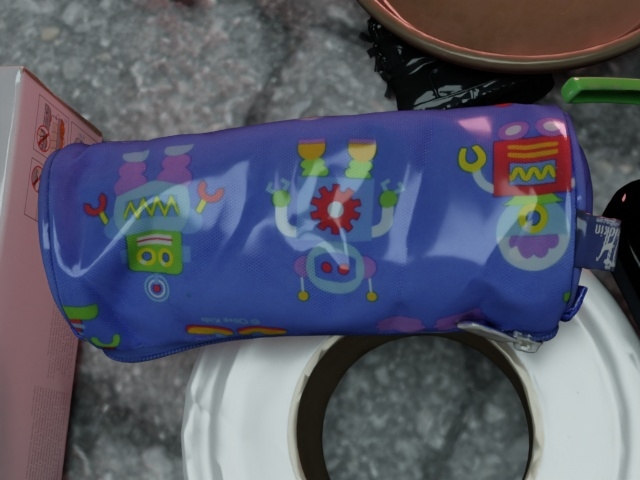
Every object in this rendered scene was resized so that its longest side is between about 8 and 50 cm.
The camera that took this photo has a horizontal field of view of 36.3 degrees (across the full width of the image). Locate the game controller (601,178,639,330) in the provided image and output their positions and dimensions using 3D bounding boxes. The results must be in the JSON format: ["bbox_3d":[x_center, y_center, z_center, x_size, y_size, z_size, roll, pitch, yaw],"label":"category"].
[{"bbox_3d":[0.269,0.104,0.557,0.067,0.167,0.319,-37,68,37],"label":"game controller"}]

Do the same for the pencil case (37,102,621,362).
[{"bbox_3d":[0.000,0.000,0.538,0.306,0.119,0.133,-3,76,9],"label":"pencil case"}]

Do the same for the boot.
[{"bbox_3d":[0.096,-0.133,0.703,0.121,0.045,0.099,-17,67,3],"label":"boot"}]

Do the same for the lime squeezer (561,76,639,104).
[{"bbox_3d":[0.280,-0.054,0.615,0.311,0.059,0.109,26,65,-13],"label":"lime squeezer"}]

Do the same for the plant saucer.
[{"bbox_3d":[0.144,-0.228,0.697,0.278,0.041,0.277,-2,64,5],"label":"plant saucer"}]

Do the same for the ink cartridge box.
[{"bbox_3d":[-0.316,0.049,0.678,0.272,0.130,0.309,0,75,13],"label":"ink cartridge box"}]

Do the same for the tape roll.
[{"bbox_3d":[0.061,0.120,0.611,0.286,0.100,0.286,-3,75,10],"label":"tape roll"}]
